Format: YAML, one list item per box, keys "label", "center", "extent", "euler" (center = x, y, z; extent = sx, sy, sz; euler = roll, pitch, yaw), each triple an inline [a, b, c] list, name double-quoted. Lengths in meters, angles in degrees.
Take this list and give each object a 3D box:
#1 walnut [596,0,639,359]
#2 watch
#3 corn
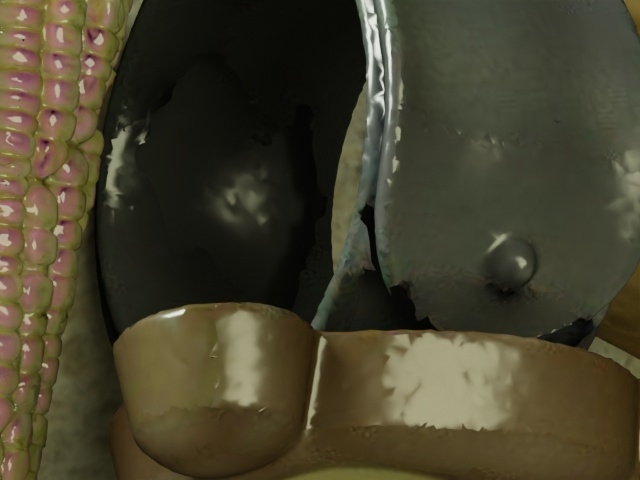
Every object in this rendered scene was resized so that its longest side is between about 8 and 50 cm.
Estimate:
- label: "walnut"
  center: [0.249, -0.101, 1.064]
  extent: [0.381, 0.381, 0.381]
  euler: [6, 78, -31]
- label: "watch"
  center: [0.000, 0.000, 0.922]
  extent: [0.314, 0.335, 0.327]
  euler: [9, 61, -31]
- label: "corn"
  center: [-0.172, -0.012, 0.911]
  extent: [0.127, 0.127, 0.335]
  euler: [14, 78, -30]
